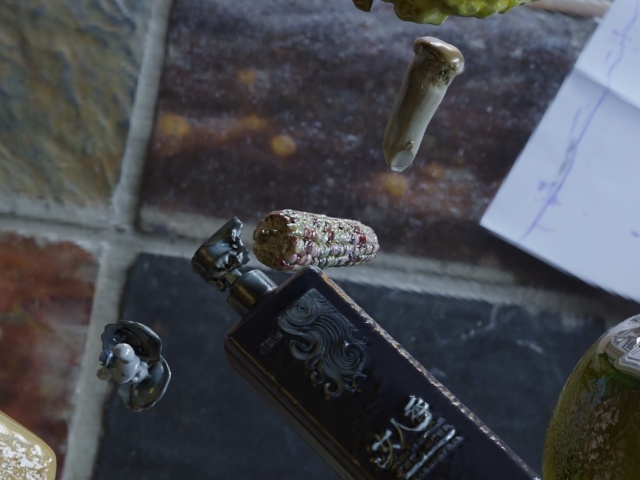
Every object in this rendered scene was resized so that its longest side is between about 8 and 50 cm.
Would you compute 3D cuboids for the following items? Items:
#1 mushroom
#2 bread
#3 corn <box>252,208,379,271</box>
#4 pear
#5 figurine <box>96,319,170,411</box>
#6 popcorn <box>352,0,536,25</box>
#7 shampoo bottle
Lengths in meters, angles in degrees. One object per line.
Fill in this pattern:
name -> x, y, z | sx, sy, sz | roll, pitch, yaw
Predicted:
mushroom -> 0.134, -0.190, 1.667 | 0.071, 0.209, 0.084 | -2, 37, -40
bread -> -0.426, 0.269, 1.424 | 0.098, 0.217, 0.147 | -4, 48, 40
corn -> 0.000, 0.000, 1.738 | 0.092, 0.092, 0.281 | 49, 24, 22
pear -> 0.421, 0.175, 1.294 | 0.399, 0.165, 0.399 | -16, 22, 7
figurine -> -0.215, 0.136, 1.319 | 0.086, 0.094, 0.082 | 48, 41, -33
popcorn -> 0.143, -0.318, 1.182 | 0.225, 0.173, 0.286 | 14, 30, 13
shampoo bottle -> 0.016, 0.106, 0.872 | 0.098, 0.071, 0.309 | -43, 67, -12
